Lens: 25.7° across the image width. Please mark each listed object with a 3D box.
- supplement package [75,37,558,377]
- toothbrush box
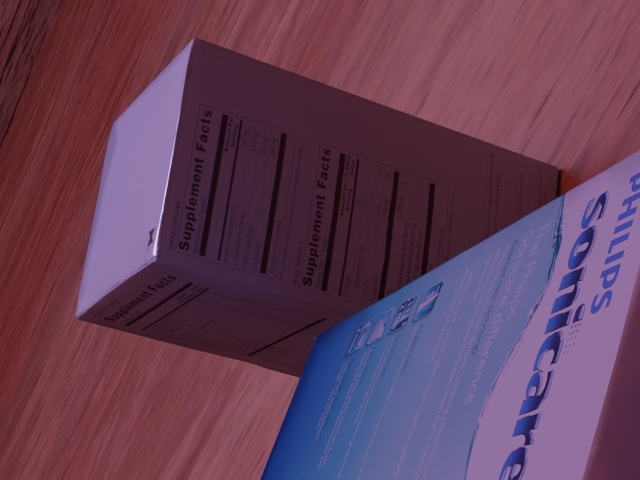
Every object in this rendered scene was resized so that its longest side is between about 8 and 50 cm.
[{"bbox_3d":[0.000,0.000,0.831,0.139,0.244,0.134,-31,47,57],"label":"supplement package"},{"bbox_3d":[0.074,0.119,0.560,0.295,0.126,0.216,-38,26,58],"label":"toothbrush box"}]
